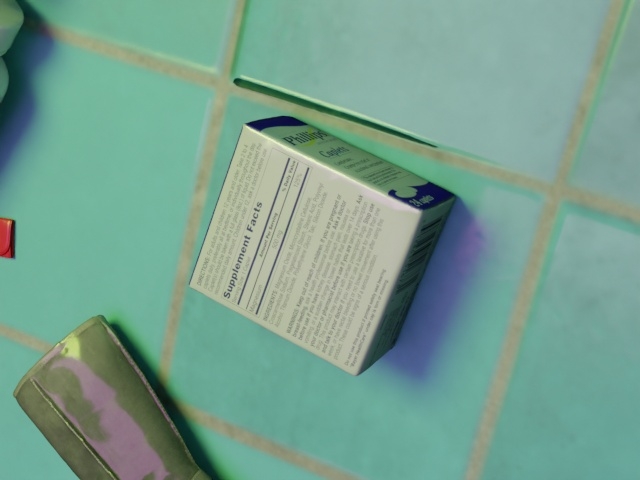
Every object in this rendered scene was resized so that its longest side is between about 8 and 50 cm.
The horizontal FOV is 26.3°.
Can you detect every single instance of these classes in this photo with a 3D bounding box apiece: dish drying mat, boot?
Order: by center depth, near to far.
[{"bbox_3d":[-0.162,0.189,1.034,0.208,0.076,0.189,44,101,2],"label":"boot"},{"bbox_3d":[-0.278,-0.007,1.080,0.083,0.008,0.032,10,104,23],"label":"dish drying mat"}]

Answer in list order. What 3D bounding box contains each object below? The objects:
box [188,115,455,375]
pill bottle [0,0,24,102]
[{"bbox_3d":[0.000,0.000,0.917,0.137,0.072,0.126,27,112,16],"label":"box"},{"bbox_3d":[-0.297,-0.104,1.011,0.108,0.108,0.193,41,115,11],"label":"pill bottle"}]
